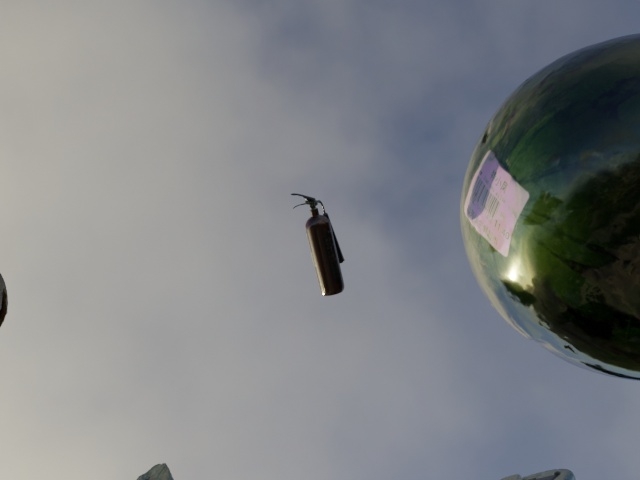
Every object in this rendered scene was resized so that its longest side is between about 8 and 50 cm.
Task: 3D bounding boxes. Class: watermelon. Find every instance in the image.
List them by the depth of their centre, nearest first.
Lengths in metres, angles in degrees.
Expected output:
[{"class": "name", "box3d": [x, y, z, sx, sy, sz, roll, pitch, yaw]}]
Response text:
[{"class": "watermelon", "box3d": [0.313, -0.031, 1.218, 0.363, 0.363, 0.363, -8, -45, -8]}]

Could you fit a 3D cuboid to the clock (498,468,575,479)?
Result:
[{"class": "clock", "box3d": [0.186, 0.304, 1.116, 0.100, 0.195, 0.194, -28, 3, -40]}]

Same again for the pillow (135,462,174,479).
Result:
[{"class": "pillow", "box3d": [-0.182, 0.342, 1.389, 0.078, 0.181, 0.134, -12, 10, 39]}]

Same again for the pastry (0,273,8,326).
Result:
[{"class": "pastry", "box3d": [-0.369, 0.064, 1.331, 0.097, 0.057, 0.109, 34, -80, 5]}]

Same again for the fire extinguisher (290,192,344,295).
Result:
[{"class": "fire extinguisher", "box3d": [0.006, -0.001, 1.237, 0.046, 0.032, 0.100, -21, -78, -43]}]
